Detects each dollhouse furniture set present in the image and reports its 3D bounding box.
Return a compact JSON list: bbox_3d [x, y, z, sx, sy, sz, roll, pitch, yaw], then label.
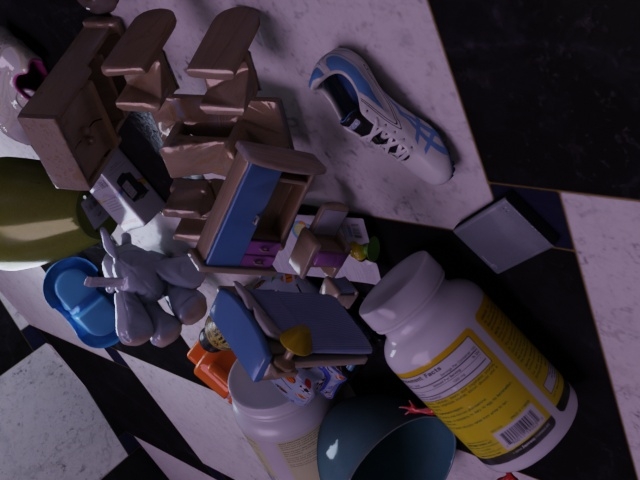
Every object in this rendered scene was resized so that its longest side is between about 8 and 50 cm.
[{"bbox_3d":[0.004,0.037,1.178,0.303,0.286,0.198,51,124,41],"label":"dollhouse furniture set"},{"bbox_3d":[-0.229,-0.211,1.354,0.394,0.256,0.362,5,140,17],"label":"dollhouse furniture set"}]

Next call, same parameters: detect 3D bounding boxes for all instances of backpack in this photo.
[{"bbox_3d":[-0.040,0.177,1.612,0.263,0.213,0.276,48,155,10],"label":"backpack"}]

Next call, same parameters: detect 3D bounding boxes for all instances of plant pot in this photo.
[{"bbox_3d":[0.105,0.430,1.726,0.195,0.290,0.290,36,156,46],"label":"plant pot"},{"bbox_3d":[-0.617,-0.066,1.941,0.293,0.275,0.275,-1,132,32],"label":"plant pot"}]

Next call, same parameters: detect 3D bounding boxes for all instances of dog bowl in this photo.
[{"bbox_3d":[-0.677,0.175,2.421,0.297,0.166,0.074,55,160,-24],"label":"dog bowl"}]

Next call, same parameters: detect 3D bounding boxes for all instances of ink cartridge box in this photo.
[{"bbox_3d":[-0.432,-0.112,1.809,0.175,0.072,0.127,52,149,-18],"label":"ink cartridge box"}]

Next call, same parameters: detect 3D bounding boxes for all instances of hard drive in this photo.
[{"bbox_3d":[0.255,-0.009,1.171,0.094,0.022,0.135,43,152,-4],"label":"hard drive"}]

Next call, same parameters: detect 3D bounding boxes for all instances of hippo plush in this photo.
[{"bbox_3d":[-0.421,0.110,1.917,0.294,0.234,0.236,18,177,-30],"label":"hippo plush"}]

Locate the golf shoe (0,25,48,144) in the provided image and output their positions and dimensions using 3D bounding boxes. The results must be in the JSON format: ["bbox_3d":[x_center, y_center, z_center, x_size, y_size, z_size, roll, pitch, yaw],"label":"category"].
[{"bbox_3d":[-0.613,-0.294,1.744,0.140,0.115,0.306,28,150,16],"label":"golf shoe"}]

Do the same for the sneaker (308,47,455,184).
[{"bbox_3d":[0.079,-0.153,1.123,0.237,0.086,0.085,43,150,-6],"label":"sneaker"}]

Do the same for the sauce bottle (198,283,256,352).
[{"bbox_3d":[-0.198,0.191,1.904,0.111,0.111,0.344,43,152,-3],"label":"sauce bottle"}]

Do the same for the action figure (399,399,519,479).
[{"bbox_3d":[0.260,0.336,1.565,0.139,0.091,0.280,-9,125,44],"label":"action figure"}]

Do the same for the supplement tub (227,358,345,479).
[{"bbox_3d":[-0.057,0.391,1.876,0.235,0.235,0.325,17,143,37],"label":"supplement tub"}]

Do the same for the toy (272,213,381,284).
[{"bbox_3d":[0.000,0.000,1.457,0.237,0.056,0.137,8,130,37],"label":"toy"}]

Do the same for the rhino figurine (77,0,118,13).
[{"bbox_3d":[-0.363,-0.448,1.266,0.106,0.073,0.243,31,148,26],"label":"rhino figurine"}]

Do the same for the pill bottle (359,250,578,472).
[{"bbox_3d":[0.222,0.182,1.303,0.334,0.188,0.188,47,151,-8],"label":"pill bottle"}]

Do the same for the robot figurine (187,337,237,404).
[{"bbox_3d":[-0.226,0.326,2.110,0.219,0.128,0.158,39,149,6],"label":"robot figurine"}]
